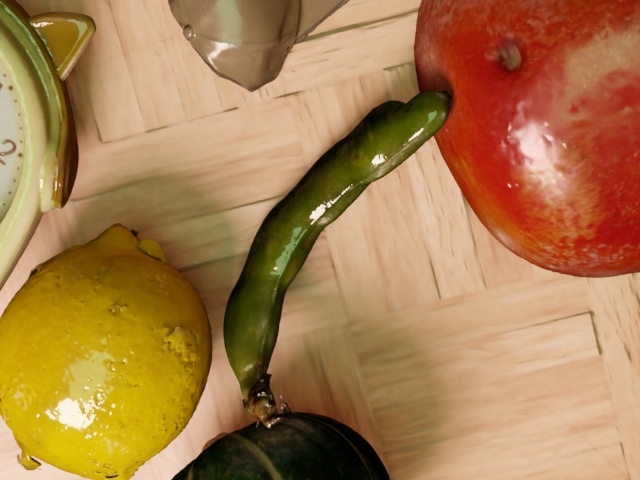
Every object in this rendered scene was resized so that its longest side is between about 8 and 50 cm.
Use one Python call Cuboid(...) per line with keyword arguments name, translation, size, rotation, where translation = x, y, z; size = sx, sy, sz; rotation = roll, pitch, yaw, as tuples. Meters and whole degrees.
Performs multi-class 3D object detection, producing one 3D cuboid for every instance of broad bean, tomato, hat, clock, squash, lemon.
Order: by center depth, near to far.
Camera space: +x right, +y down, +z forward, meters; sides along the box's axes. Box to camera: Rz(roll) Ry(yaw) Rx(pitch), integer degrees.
Cuboid(name="tomato", translation=(0.241, -0.115, 0.990), size=(0.339, 0.143, 0.338), rotation=(1, 103, 4))
Cuboid(name="hat", translation=(-0.037, -0.217, 1.007), size=(0.175, 0.085, 0.147), rotation=(-37, 97, 10))
Cuboid(name="broad bean", translation=(0.000, 0.000, 1.029), size=(0.049, 0.144, 0.292), rotation=(28, 91, -35))
Cuboid(name="clock", translation=(-0.333, -0.083, 1.031), size=(0.286, 0.117, 0.348), rotation=(40, 99, -5))
Cuboid(name="lemon", translation=(-0.173, 0.089, 1.032), size=(0.174, 0.173, 0.206), rotation=(15, 92, -1))
Cuboid(name="squash", translation=(-0.039, 0.230, 1.033), size=(0.218, 0.218, 0.172), rotation=(-43, 88, 9))
